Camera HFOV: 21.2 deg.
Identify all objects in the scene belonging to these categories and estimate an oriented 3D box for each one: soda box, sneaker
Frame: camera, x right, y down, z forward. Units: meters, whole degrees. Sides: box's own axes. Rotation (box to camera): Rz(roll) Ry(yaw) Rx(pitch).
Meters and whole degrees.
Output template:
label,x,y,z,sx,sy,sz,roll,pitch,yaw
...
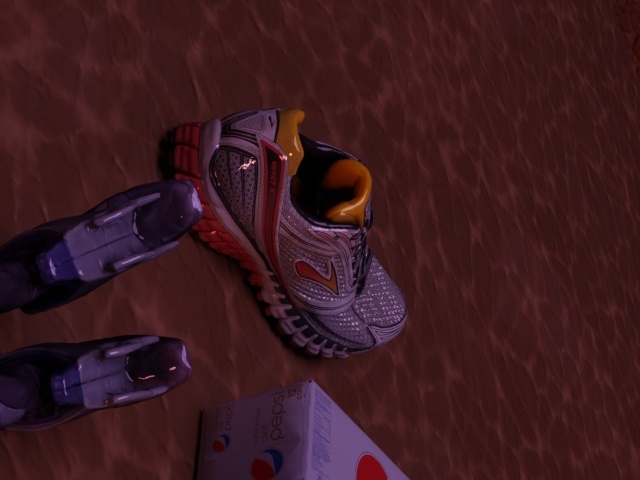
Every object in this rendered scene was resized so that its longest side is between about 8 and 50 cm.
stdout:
label,x,y,z,sx,sy,sz,roll,pitch,yaw
soda box,0.015,0.169,0.992,0.216,0.074,0.069,49,33,-42
sneaker,0.000,0.000,1.048,0.225,0.093,0.088,46,35,-47

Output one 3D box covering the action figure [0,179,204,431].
label,x,y,z,sx,sy,sz,roll,pitch,yaw
action figure,-0.151,0.046,0.685,0.285,0.099,0.185,-21,103,-62
